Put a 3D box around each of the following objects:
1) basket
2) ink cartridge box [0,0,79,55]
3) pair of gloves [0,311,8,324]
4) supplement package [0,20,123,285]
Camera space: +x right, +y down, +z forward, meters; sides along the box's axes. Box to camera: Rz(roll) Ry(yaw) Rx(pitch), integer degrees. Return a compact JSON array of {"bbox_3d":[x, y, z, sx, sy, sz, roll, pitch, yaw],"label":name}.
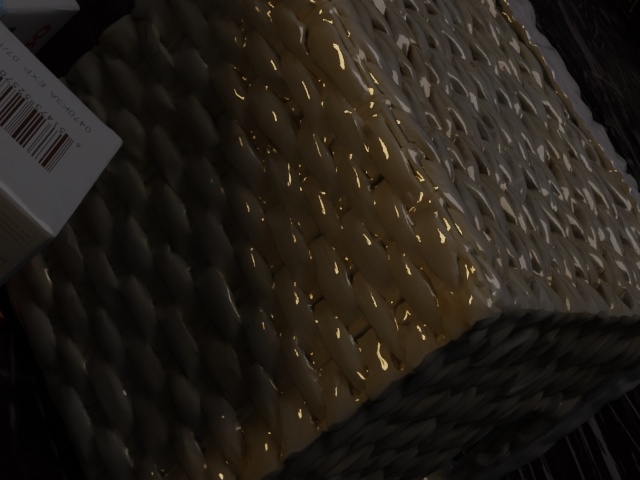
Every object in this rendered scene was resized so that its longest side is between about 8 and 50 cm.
[{"bbox_3d":[0.000,0.000,1.008,0.266,0.328,0.331,9,48,-53],"label":"basket"},{"bbox_3d":[-0.266,-0.121,0.916,0.093,0.154,0.212,55,24,7],"label":"ink cartridge box"},{"bbox_3d":[-0.229,0.019,0.964,0.083,0.010,0.074,5,51,-59],"label":"pair of gloves"},{"bbox_3d":[-0.210,-0.017,0.833,0.105,0.179,0.105,45,32,-15],"label":"supplement package"}]
